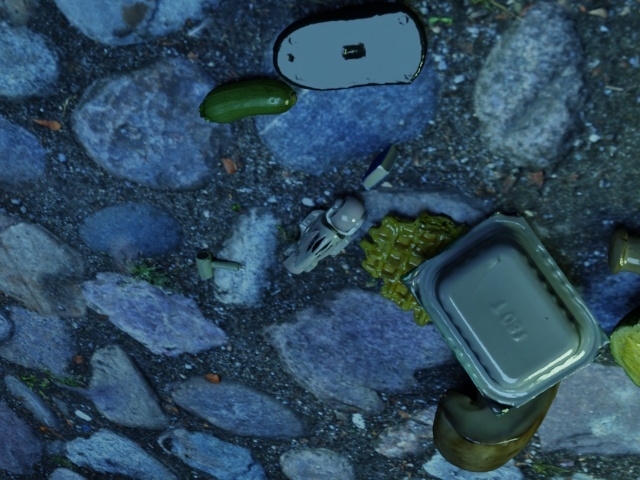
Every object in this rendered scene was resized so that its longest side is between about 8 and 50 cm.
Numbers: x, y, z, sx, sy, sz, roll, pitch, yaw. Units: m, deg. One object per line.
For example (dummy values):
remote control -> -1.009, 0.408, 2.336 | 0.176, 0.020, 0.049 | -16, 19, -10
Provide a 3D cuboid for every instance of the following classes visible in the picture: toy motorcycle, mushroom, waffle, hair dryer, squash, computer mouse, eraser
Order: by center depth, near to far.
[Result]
computer mouse -> 0.053, -0.335, 1.269 | 0.270, 0.086, 0.137 | -2, 121, 15
mushroom -> 0.641, 0.034, 1.297 | 0.247, 0.096, 0.108 | 2, 135, 25
eraser -> 0.115, -0.140, 1.401 | 0.027, 0.084, 0.063 | 41, 131, -9
squash -> -0.146, -0.271, 1.424 | 0.219, 0.068, 0.077 | -6, 129, 29
waffle -> 0.241, 0.058, 1.526 | 0.307, 0.060, 0.312 | -27, 114, 37
toy motorcycle -> 0.000, 0.000, 1.554 | 0.112, 0.112, 0.254 | 40, 131, -10
mushroom -> 0.370, 0.413, 1.612 | 0.224, 0.313, 0.397 | 19, 138, 16
hair dryer -> -0.238, 0.064, 1.771 | 0.124, 0.038, 0.063 | 5, 131, 11

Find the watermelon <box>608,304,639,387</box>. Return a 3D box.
watermelon -> 0.720, 0.203, 1.327 | 0.331, 0.189, 0.331 | 38, 168, 10

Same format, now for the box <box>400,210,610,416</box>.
box -> 0.344, 0.136, 1.366 | 0.264, 0.106, 0.336 | -36, 83, 12
